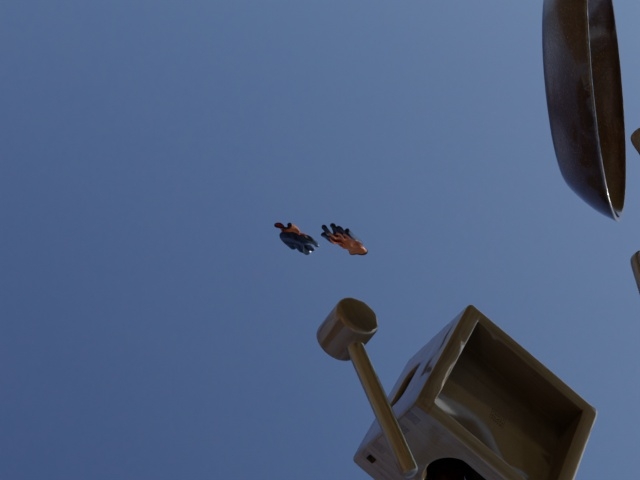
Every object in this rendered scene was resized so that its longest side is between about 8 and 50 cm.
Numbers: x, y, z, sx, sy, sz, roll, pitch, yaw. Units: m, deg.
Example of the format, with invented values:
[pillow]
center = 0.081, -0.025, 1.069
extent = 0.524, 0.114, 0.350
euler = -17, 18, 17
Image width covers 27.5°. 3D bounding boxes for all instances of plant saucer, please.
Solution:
[plant saucer]
center = 0.182, -0.110, 0.902
extent = 0.036, 0.199, 0.198
euler = -5, -151, 19

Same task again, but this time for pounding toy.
[pounding toy]
center = 0.071, 0.131, 0.921
extent = 0.206, 0.094, 0.181
euler = 40, -142, -2

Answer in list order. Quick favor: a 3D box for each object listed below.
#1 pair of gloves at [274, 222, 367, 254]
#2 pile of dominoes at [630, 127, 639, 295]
[pair of gloves]
center = 0.000, 0.000, 1.285
extent = 0.083, 0.074, 0.010
euler = 1, -110, 21
[pile of dominoes]
center = 0.325, 0.012, 0.881
extent = 0.251, 0.040, 0.196
euler = -3, -111, -24
